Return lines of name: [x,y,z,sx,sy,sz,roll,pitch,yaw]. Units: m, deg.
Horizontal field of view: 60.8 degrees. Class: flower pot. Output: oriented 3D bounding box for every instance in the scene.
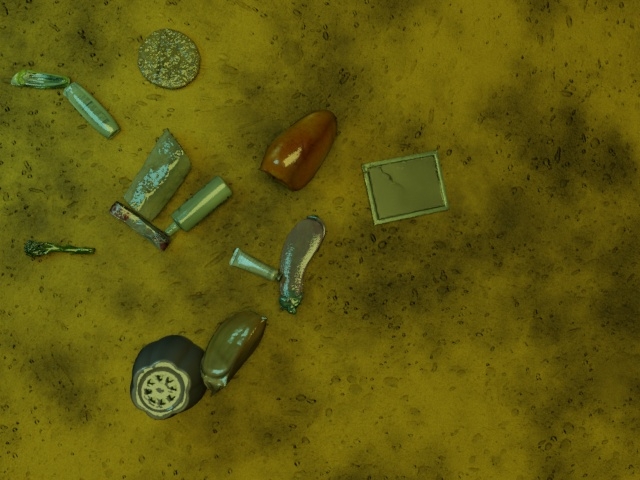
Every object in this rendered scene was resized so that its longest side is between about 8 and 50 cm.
flower pot: [-0.491,0.455,1.764,0.265,0.243,0.264,0,89,-10]

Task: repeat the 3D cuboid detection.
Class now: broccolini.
broccolini: [-0.872,0.039,1.826,0.216,0.067,0.058,7,90,-16]

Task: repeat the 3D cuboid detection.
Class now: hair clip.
hair clip: [-0.940,-0.543,1.841,0.189,0.033,0.060,4,85,-5]
hair clip: [-0.078,0.078,1.913,0.096,0.110,0.358,17,82,-40]

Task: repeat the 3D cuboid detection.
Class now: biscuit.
biscuit: [-0.527,-0.631,1.898,0.220,0.033,0.219,0,87,-6]

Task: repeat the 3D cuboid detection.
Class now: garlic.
garlic: [-0.307,0.374,1.781,0.151,0.196,0.338,42,53,-8]

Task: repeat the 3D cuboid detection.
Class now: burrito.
burrito: [-0.542,-0.220,1.848,0.143,0.105,0.299,32,86,-1]

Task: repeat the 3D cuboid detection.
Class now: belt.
belt: [-0.610,-0.051,1.853,0.232,0.071,0.053,37,91,-2]

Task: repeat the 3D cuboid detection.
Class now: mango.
mango: [-0.052,-0.320,1.882,0.350,0.199,0.201,-51,124,-19]

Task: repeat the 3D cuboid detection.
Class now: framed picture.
framed picture: [0.312,-0.195,1.998,0.294,0.018,0.230,-11,90,-8]

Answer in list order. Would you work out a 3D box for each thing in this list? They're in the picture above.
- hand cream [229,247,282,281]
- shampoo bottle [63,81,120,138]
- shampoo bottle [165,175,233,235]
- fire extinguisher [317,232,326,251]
hand cream: [-0.222,0.093,1.896,0.195,0.042,0.067,24,90,15]
shampoo bottle: [-0.774,-0.441,1.851,0.072,0.049,0.212,-42,94,-3]
shampoo bottle: [-0.423,-0.109,1.867,0.262,0.085,0.085,-41,93,-6]
fire extinguisher: [0.000,0.000,1.950,0.028,0.022,0.083,31,82,-44]
